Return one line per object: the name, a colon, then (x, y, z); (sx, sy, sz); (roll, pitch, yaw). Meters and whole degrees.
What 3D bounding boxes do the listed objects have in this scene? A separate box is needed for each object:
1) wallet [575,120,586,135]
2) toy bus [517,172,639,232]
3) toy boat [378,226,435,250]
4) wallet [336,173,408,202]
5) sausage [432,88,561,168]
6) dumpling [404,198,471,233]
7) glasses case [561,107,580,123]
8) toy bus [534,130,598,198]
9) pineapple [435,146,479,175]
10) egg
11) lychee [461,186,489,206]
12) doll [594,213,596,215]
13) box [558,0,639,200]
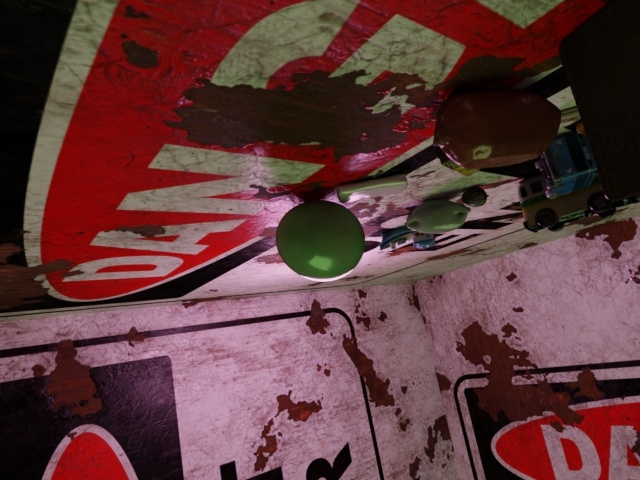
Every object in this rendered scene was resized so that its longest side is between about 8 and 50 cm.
wallet: (0.694, -0.286, 0.997); (0.195, 0.042, 0.161); (-4, 161, -20)
toy bus: (0.760, -0.143, 1.338); (0.305, 0.179, 0.143); (-20, 162, 36)
toy boat: (0.345, -0.004, 1.767); (0.237, 0.098, 0.109); (-12, 164, 6)
wallet: (0.136, -0.136, 1.178); (0.189, 0.033, 0.095); (-11, 169, 0)
sausage: (0.324, -0.206, 0.820); (0.254, 0.148, 0.148); (-5, 166, -13)
dumpling: (0.377, -0.094, 1.438); (0.216, 0.149, 0.105); (-9, 139, 32)
glasses case: (0.532, -0.268, 0.968); (0.083, 0.021, 0.032); (-14, 168, 13)
toy bus: (0.646, -0.195, 1.175); (0.133, 0.116, 0.234); (-17, 168, 23)
pineapple: (0.320, -0.201, 1.013); (0.116, 0.069, 0.137); (-7, 158, 5)
egg: (0.000, 0.000, 1.220); (0.269, 0.221, 0.220); (6, 159, -44)
lychee: (0.484, -0.137, 1.401); (0.083, 0.068, 0.067); (-11, 126, 14)
doll: (0.988, -0.177, 1.531); (0.271, 0.144, 0.208); (-10, -172, 10)
box: (0.486, -0.209, 0.625); (0.143, 0.274, 0.184); (-5, 166, -23)
